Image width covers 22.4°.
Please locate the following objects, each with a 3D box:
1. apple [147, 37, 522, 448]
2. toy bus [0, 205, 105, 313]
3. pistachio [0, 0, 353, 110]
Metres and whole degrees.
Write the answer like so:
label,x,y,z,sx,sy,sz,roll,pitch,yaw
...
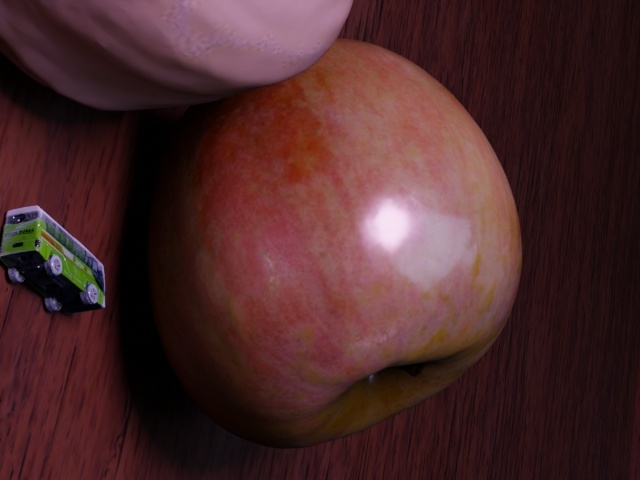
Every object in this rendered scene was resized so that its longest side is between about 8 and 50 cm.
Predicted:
label,x,y,z,sx,sy,sz,roll,pitch,yaw
apple,0.000,0.000,1.060,0.234,0.257,0.257,62,18,16
toy bus,-0.156,0.014,0.949,0.083,0.031,0.037,50,35,-56
pistachio,-0.110,-0.195,0.878,0.226,0.208,0.332,-45,141,2
